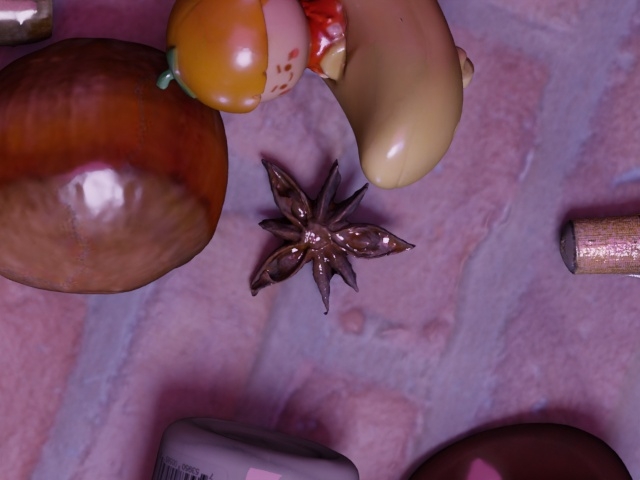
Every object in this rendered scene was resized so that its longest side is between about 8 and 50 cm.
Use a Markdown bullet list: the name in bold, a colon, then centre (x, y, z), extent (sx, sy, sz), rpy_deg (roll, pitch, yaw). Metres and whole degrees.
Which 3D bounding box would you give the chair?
- **chair**: centre (0.168, 0.356, 1.469), extent (0.226, 0.226, 0.401), rpy_deg (-12, 93, -7)

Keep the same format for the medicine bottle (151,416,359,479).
- **medicine bottle**: centre (-0.076, 0.291, 1.467), extent (0.157, 0.157, 0.288), rpy_deg (14, 91, -8)

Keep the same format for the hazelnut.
- **hazelnut**: centre (-0.171, -0.061, 1.435), extent (0.214, 0.176, 0.214), rpy_deg (6, 64, -12)

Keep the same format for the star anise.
- **star anise**: centre (0.011, -0.003, 1.514), extent (0.129, 0.056, 0.124), rpy_deg (5, 94, 7)

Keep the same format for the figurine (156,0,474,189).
- **figurine**: centre (-0.014, -0.162, 1.405), extent (0.222, 0.124, 0.324), rpy_deg (-8, 49, -24)

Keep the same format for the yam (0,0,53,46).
- **yam**: centre (-0.389, -0.179, 1.446), extent (0.371, 0.083, 0.083), rpy_deg (1, 92, -6)

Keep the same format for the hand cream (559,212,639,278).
- **hand cream**: centre (0.294, 0.001, 1.546), extent (0.203, 0.084, 0.084), rpy_deg (-3, 93, -2)
